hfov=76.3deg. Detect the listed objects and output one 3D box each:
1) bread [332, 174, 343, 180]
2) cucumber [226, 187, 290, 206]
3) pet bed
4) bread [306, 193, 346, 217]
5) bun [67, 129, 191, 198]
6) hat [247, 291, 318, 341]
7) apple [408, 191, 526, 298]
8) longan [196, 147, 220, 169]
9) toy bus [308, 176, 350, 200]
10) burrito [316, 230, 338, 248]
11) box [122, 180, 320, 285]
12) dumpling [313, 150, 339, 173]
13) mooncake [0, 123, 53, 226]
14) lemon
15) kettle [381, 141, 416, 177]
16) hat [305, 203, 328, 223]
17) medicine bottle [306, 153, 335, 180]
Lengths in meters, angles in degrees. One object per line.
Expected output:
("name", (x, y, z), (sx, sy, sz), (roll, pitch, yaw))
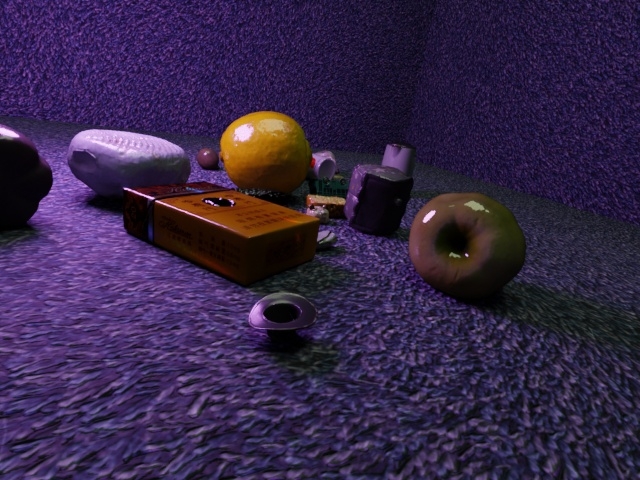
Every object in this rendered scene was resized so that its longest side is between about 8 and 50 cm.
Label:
("bread", (0.070, -0.321, 2.113), (0.083, 0.035, 0.070), (17, 18, 41))
("cucumber", (-0.225, -0.144, 1.378), (0.301, 0.071, 0.072), (-4, 23, -35))
("pet bed", (0.188, -0.126, 1.316), (0.184, 0.210, 0.159), (4, 29, -18))
("bread", (0.037, -0.122, 1.457), (0.188, 0.065, 0.103), (-2, 20, -27))
("bun", (-0.582, -0.222, 1.246), (0.355, 0.194, 0.354), (11, 17, -3))
("hat", (-0.060, 0.133, 0.668), (0.121, 0.050, 0.121), (4, 23, -2))
("apple", (0.348, 0.005, 0.985), (0.280, 0.278, 0.279), (8, 18, -3))
("longan", (-0.520, -0.375, 1.902), (0.119, 0.106, 0.106), (45, -5, -36))
("toy bus", (0.036, -0.204, 1.651), (0.161, 0.091, 0.079), (2, -10, -24))
("burrito", (-0.002, -0.001, 1.105), (0.118, 0.044, 0.074), (-6, 21, -33))
("box", (-0.246, -0.041, 0.994), (0.416, 0.115, 0.264), (21, 23, 29))
("dumpling", (0.023, -0.427, 2.303), (0.247, 0.142, 0.172), (19, -16, 45))
("mooncake", (-0.718, -0.138, 0.880), (0.134, 0.244, 0.245), (25, 23, 27))
("lemon", (-0.203, -0.320, 1.532), (0.349, 0.347, 0.348), (8, 18, -3))
("kettle", (0.391, -0.362, 2.045), (0.165, 0.254, 0.240), (17, 19, 28))
("hat", (-0.008, -0.091, 1.351), (0.077, 0.059, 0.076), (9, 22, -15))
("medicine bottle", (-0.084, -0.396, 2.107), (0.131, 0.130, 0.341), (-9, 26, -43))
